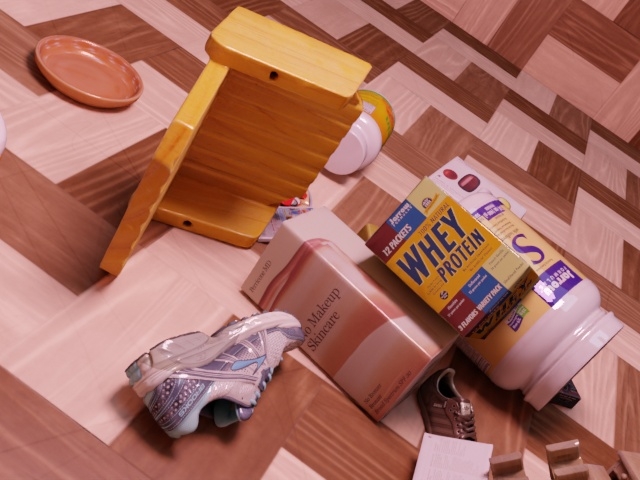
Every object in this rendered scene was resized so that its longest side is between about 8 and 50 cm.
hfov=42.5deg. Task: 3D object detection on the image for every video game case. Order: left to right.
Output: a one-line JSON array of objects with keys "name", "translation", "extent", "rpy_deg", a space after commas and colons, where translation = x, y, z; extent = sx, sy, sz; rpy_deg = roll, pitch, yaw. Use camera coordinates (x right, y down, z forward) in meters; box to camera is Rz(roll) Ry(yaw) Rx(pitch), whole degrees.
[{"name": "video game case", "translation": [-0.058, -0.029, 1.439], "extent": [0.122, 0.011, 0.087], "rpy_deg": [0, 41, -17]}]

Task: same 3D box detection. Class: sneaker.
[{"name": "sneaker", "translation": [-0.117, 0.176, 1.062], "extent": [0.283, 0.110, 0.122], "rpy_deg": [-13, 72, -49]}, {"name": "sneaker", "translation": [0.198, 0.272, 1.226], "extent": [0.066, 0.071, 0.188], "rpy_deg": [13, 35, -31]}]

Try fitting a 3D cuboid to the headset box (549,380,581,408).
[{"name": "headset box", "translation": [0.432, 0.266, 1.498], "extent": [0.062, 0.032, 0.083], "rpy_deg": [19, 31, -23]}]

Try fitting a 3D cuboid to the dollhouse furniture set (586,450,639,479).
[{"name": "dollhouse furniture set", "translation": [0.435, 0.396, 1.174], "extent": [0.355, 0.174, 0.303], "rpy_deg": [15, 34, -29]}]

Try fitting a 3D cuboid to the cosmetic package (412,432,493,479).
[{"name": "cosmetic package", "translation": [0.160, 0.350, 1.057], "extent": [0.099, 0.060, 0.239], "rpy_deg": [9, 27, 14]}]

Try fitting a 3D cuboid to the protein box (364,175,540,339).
[{"name": "protein box", "translation": [0.204, 0.032, 1.236], "extent": [0.200, 0.136, 0.201], "rpy_deg": [44, 8, 19]}]

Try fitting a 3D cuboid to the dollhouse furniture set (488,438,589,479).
[{"name": "dollhouse furniture set", "translation": [0.349, 0.383, 1.026], "extent": [0.242, 0.161, 0.212], "rpy_deg": [-13, 39, 7]}]

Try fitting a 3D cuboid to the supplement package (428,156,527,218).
[{"name": "supplement package", "translation": [0.283, -0.040, 1.680], "extent": [0.194, 0.149, 0.203], "rpy_deg": [39, 31, 10]}]

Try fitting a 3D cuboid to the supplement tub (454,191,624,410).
[{"name": "supplement tub", "translation": [0.324, 0.104, 1.421], "extent": [0.331, 0.241, 0.241], "rpy_deg": [45, 32, 19]}]

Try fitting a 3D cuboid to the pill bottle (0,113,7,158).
[{"name": "pill bottle", "translation": [-0.439, -0.030, 0.844], "extent": [0.162, 0.278, 0.162], "rpy_deg": [25, 31, -16]}]

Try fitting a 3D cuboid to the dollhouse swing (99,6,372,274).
[{"name": "dollhouse swing", "translation": [-0.115, -0.091, 1.187], "extent": [0.315, 0.347, 0.305], "rpy_deg": [19, 42, -22]}]

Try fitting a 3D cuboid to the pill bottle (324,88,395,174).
[{"name": "pill bottle", "translation": [0.073, -0.230, 1.767], "extent": [0.136, 0.136, 0.245], "rpy_deg": [33, 30, 0]}]

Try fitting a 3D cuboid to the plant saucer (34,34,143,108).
[{"name": "plant saucer", "translation": [-0.422, -0.301, 1.496], "extent": [0.200, 0.037, 0.200], "rpy_deg": [23, 32, -16]}]

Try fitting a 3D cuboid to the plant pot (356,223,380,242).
[{"name": "plant pot", "translation": [0.101, 0.034, 1.475], "extent": [0.081, 0.081, 0.083], "rpy_deg": [17, 46, -27]}]

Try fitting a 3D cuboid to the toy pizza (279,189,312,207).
[{"name": "toy pizza", "translation": [-0.100, -0.118, 1.543], "extent": [0.201, 0.032, 0.201], "rpy_deg": [24, 32, -16]}]

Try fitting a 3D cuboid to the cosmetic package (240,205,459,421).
[{"name": "cosmetic package", "translation": [0.044, 0.105, 1.243], "extent": [0.296, 0.153, 0.129], "rpy_deg": [42, 30, 16]}]
